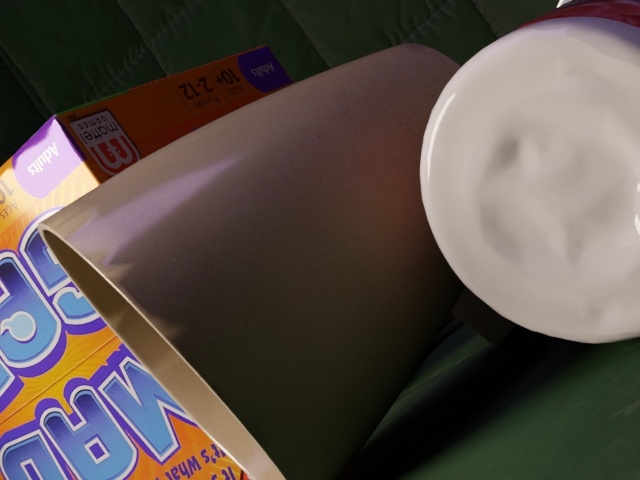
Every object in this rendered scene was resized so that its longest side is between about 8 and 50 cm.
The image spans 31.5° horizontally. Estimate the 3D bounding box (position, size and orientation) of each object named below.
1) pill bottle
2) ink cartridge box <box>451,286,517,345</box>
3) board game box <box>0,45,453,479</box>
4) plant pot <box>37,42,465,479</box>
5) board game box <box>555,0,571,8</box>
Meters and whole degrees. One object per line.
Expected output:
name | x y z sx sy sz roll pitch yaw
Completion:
pill bottle | 0.204 -0.076 0.705 0.176 0.176 0.318 -35 -1 37
ink cartridge box | 0.127 0.019 0.921 0.056 0.099 0.135 -53 -3 17
board game box | -0.156 0.072 1.161 0.356 0.356 0.356 -35 -1 34
plant pot | 0.000 0.000 0.770 0.274 0.256 0.256 -42 1 -15
board game box | 0.267 -0.140 1.106 0.224 0.097 0.303 -35 -29 -50
